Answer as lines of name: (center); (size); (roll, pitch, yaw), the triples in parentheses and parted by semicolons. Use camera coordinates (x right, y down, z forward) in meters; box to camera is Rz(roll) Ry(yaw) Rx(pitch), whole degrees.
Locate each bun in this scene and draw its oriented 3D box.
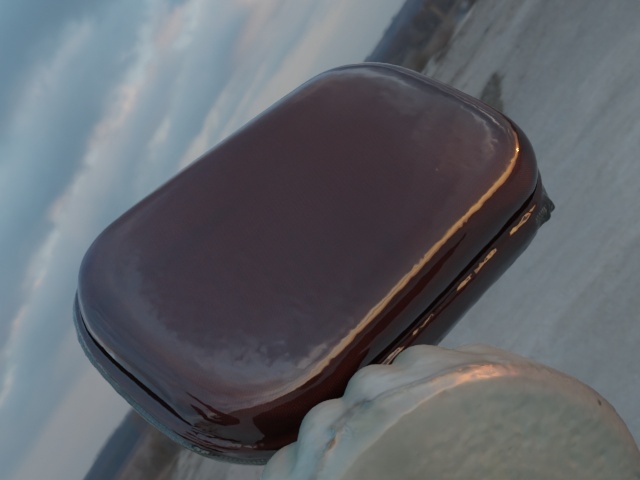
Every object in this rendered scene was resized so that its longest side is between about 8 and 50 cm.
bun: (0.056, 0.179, 0.528); (0.263, 0.263, 0.175); (-57, 25, -4)

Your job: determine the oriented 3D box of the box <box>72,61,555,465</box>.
box: (0.000, 0.000, 0.677); (0.404, 0.263, 0.108); (-40, -31, -30)
